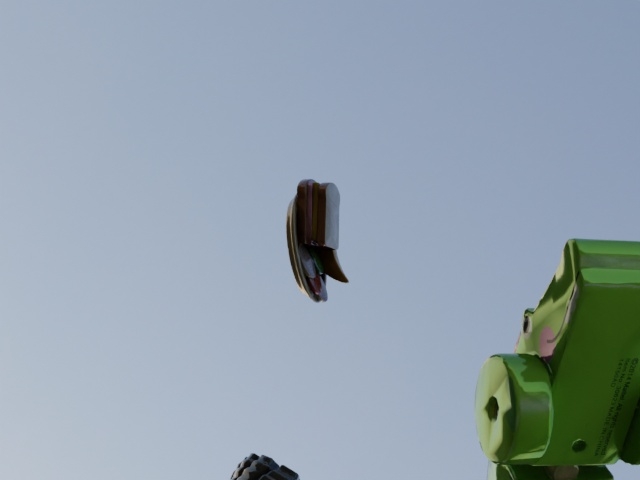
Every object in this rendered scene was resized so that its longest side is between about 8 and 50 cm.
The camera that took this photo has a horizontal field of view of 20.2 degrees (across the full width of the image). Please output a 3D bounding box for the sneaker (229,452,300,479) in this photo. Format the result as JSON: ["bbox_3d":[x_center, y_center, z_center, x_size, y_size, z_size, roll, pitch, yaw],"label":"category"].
[{"bbox_3d":[-0.076,0.291,1.405,0.134,0.146,0.343,33,-28,13],"label":"sneaker"}]

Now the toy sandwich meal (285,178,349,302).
[{"bbox_3d":[0.000,0.000,1.213,0.029,0.085,0.085,-9,-73,14],"label":"toy sandwich meal"}]

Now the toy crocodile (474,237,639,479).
[{"bbox_3d":[0.141,0.143,1.101,0.105,0.115,0.340,-117,-151,-55],"label":"toy crocodile"}]
